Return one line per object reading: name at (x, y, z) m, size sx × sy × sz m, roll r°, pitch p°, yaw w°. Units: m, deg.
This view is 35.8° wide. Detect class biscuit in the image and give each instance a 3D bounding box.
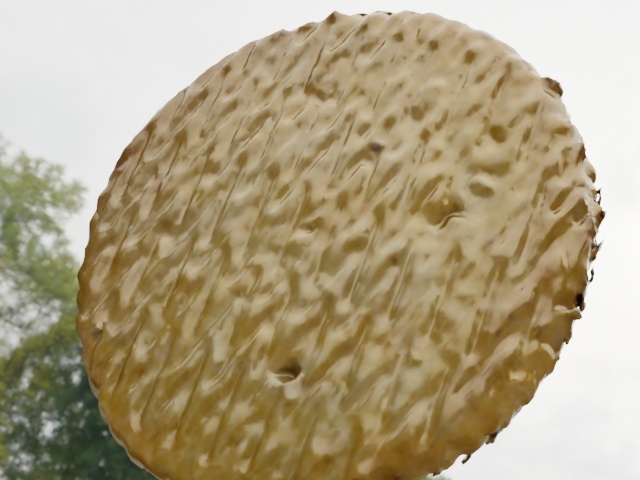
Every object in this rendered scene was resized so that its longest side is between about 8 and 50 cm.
biscuit at (0.000, 0.000, 0.452) m, size 0.253 × 0.254 × 0.035 m, roll 9°, pitch -22°, yaw 26°
